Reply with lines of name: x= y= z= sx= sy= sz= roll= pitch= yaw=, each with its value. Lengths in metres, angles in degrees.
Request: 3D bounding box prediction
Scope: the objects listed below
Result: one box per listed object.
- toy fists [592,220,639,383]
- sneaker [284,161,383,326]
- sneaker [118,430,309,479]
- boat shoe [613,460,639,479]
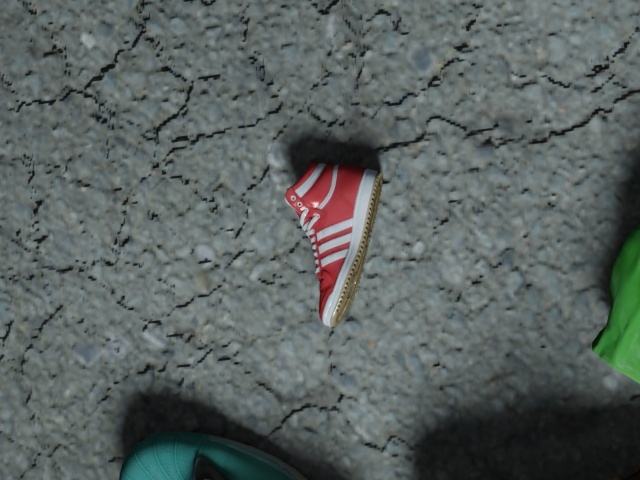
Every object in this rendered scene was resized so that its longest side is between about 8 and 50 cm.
toy fists: x=0.326 y=0.069 z=1.192 sx=0.279 sy=0.096 sz=0.142 roll=30 pitch=105 yaw=12
sneaker: x=0.000 y=0.000 z=1.302 sx=0.067 sy=0.042 sz=0.118 roll=14 pitch=84 yaw=10
sneaker: x=-0.025 y=0.234 z=1.258 sx=0.302 sy=0.121 sz=0.108 roll=32 pitch=95 yaw=13
boat shoe: x=0.232 y=0.212 z=1.209 sx=0.342 sy=0.123 sz=0.123 roll=5 pitch=47 yaw=22
